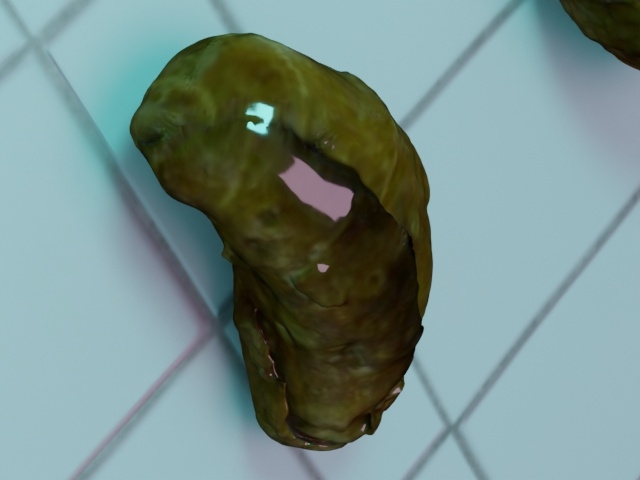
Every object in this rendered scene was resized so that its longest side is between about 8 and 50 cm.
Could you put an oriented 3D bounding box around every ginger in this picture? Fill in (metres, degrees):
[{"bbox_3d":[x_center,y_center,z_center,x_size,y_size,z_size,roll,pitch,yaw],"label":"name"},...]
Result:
[{"bbox_3d":[0.000,0.000,1.036,0.172,0.165,0.321,-29,125,-10],"label":"ginger"}]

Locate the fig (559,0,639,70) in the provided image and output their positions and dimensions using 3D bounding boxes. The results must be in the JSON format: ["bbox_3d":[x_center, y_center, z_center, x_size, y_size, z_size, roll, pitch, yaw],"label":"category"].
[{"bbox_3d":[0.362,-0.250,1.189,0.286,0.369,0.286,-19,113,-51],"label":"fig"}]
